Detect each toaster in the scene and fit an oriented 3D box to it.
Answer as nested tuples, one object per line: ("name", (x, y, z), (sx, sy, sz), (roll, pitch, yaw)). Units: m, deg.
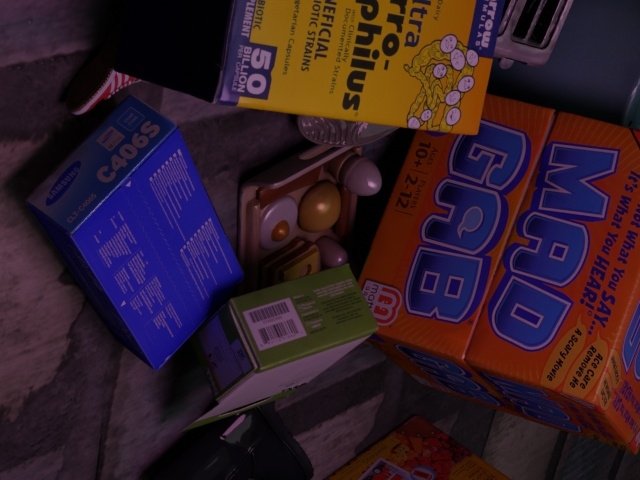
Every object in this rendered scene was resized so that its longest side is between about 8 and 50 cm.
("toaster", (0.232, -0.323, 1.993), (0.168, 0.110, 0.186), (10, 111, -33))

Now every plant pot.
("plant pot", (0.378, -0.256, 2.159), (0.271, 0.255, 0.272), (-34, 141, -33))

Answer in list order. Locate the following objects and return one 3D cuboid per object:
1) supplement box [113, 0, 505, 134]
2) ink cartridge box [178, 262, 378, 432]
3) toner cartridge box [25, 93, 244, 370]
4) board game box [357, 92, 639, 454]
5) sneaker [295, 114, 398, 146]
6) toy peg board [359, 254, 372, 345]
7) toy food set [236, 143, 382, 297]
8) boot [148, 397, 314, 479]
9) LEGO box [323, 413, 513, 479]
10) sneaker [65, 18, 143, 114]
("supplement box", (-0.003, -0.233, 1.605), (0.356, 0.195, 0.194), (3, 103, -40))
("ink cartridge box", (-0.075, 0.142, 1.953), (0.188, 0.097, 0.255), (-16, 165, -35))
("toner cartridge box", (-0.197, 0.001, 1.728), (0.165, 0.075, 0.348), (-48, 154, -17))
("board game box", (0.301, 0.044, 2.128), (0.357, 0.356, 0.356), (-69, 155, -10))
("sneaker", (0.064, -0.189, 1.956), (0.222, 0.118, 0.083), (-18, 119, -10))
("toy peg board", (0.113, 0.093, 2.272), (0.161, 0.079, 0.161), (20, 101, -59))
("toy food set", (0.000, 0.000, 2.018), (0.219, 0.092, 0.306), (-32, 140, -36))
("boot", (-0.127, 0.330, 2.132), (0.207, 0.094, 0.246), (-49, 141, -20))
("LEGO box", (0.114, 0.546, 2.397), (0.500, 0.372, 0.193), (-31, 140, -37))
("sneaker", (-0.214, -0.169, 1.618), (0.118, 0.042, 0.067), (-54, 146, -9))
